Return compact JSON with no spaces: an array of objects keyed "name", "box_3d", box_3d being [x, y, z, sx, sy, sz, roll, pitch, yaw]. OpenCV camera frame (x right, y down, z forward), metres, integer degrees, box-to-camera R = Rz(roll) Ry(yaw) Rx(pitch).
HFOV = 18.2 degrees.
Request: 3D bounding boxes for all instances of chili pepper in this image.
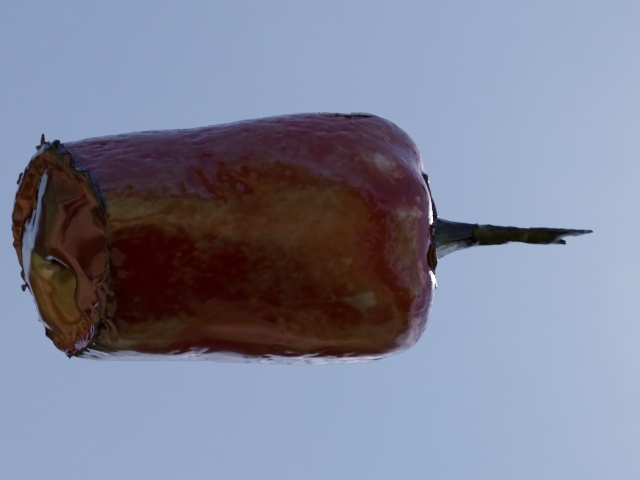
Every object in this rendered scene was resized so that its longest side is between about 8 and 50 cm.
[{"name":"chili pepper","box_3d":[0.000,0.000,0.643,0.086,0.192,0.084,-154,-118,-73]}]
